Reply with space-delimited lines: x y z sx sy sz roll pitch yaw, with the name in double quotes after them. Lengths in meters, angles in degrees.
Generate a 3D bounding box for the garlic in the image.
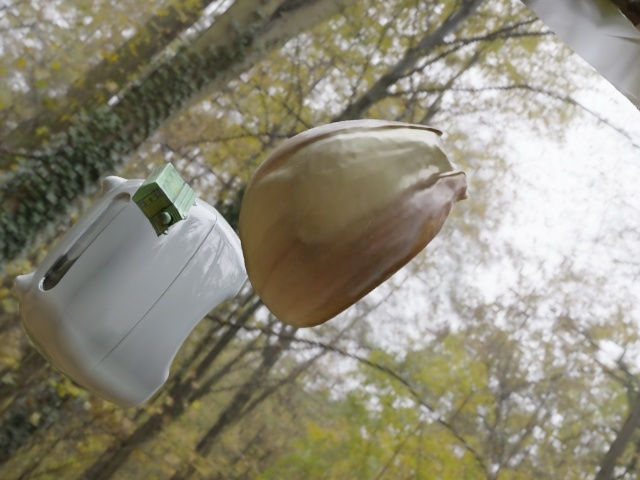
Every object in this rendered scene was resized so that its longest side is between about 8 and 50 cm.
-0.004 -0.008 0.668 0.115 0.128 0.207 42 -40 -6 "garlic"

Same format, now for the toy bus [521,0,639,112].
0.263 -0.166 0.628 0.386 0.162 0.171 26 13 -40 "toy bus"

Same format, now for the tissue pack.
-0.293 0.064 1.470 0.229 0.333 0.236 15 -27 53 "tissue pack"

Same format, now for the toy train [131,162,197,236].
-0.158 -0.042 0.977 0.056 0.038 0.093 53 13 -14 "toy train"
